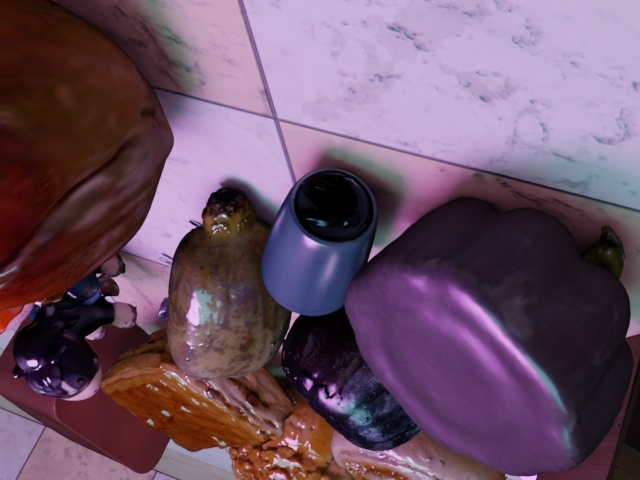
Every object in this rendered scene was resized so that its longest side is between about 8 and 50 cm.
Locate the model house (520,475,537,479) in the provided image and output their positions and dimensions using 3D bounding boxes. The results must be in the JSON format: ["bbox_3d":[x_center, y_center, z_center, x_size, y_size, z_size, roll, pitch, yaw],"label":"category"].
[{"bbox_3d":[0.305,0.285,1.253,0.167,0.088,0.117,15,130,-35],"label":"model house"}]

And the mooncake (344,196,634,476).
[{"bbox_3d":[0.171,0.093,0.950,0.306,0.154,0.306,34,148,25],"label":"mooncake"}]

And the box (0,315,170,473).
[{"bbox_3d":[-0.470,0.294,1.919,0.229,0.239,0.339,10,152,35],"label":"box"}]

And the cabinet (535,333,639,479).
[{"bbox_3d":[0.371,0.253,1.077,0.174,0.215,0.148,30,155,-11],"label":"cabinet"}]

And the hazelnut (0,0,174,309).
[{"bbox_3d":[-0.338,-0.102,0.944,0.372,0.316,0.372,-7,151,-4],"label":"hazelnut"}]

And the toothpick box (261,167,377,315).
[{"bbox_3d":[0.000,0.000,1.041,0.120,0.120,0.184,24,152,3],"label":"toothpick box"}]

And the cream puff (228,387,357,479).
[{"bbox_3d":[-0.029,0.444,1.814,0.327,0.231,0.343,22,155,14],"label":"cream puff"}]

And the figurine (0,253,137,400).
[{"bbox_3d":[-0.440,0.072,1.368,0.241,0.306,0.412,-3,146,30],"label":"figurine"}]

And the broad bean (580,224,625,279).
[{"bbox_3d":[0.258,0.050,0.985,0.065,0.046,0.254,34,153,-3],"label":"broad bean"}]

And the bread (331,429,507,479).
[{"bbox_3d":[0.166,0.354,1.538,0.305,0.159,0.306,18,152,10],"label":"bread"}]

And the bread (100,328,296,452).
[{"bbox_3d":[-0.223,0.255,1.692,0.277,0.167,0.324,39,144,-21],"label":"bread"}]

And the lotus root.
[{"bbox_3d":[-0.124,0.069,1.213,0.173,0.173,0.309,19,136,12],"label":"lotus root"}]

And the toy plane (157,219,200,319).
[{"bbox_3d":[-0.175,0.089,1.388,0.182,0.107,0.273,38,154,-8],"label":"toy plane"}]

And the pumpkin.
[{"bbox_3d":[0.053,0.179,1.270,0.233,0.163,0.233,42,167,11],"label":"pumpkin"}]
